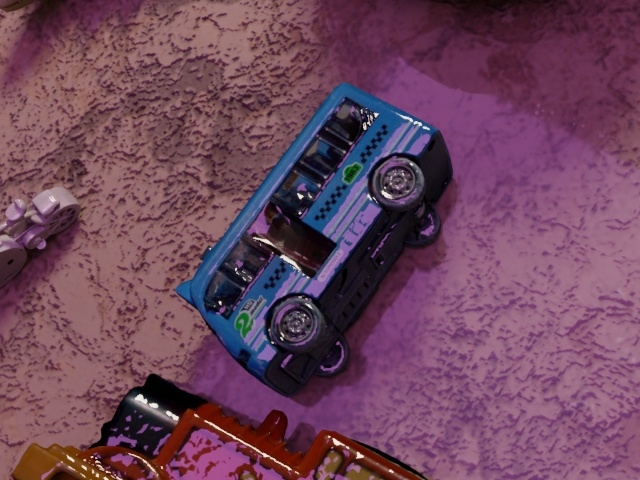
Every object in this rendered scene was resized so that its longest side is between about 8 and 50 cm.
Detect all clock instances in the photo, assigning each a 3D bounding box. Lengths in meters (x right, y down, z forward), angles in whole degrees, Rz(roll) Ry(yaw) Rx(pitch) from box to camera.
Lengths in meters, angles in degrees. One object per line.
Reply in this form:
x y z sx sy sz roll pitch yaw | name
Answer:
-0.275 -0.004 1.028 0.129 0.087 0.041 -39 72 -9 | clock

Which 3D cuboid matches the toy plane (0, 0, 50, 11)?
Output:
-0.227 -0.313 1.090 0.229 0.092 0.244 32 85 14 | toy plane

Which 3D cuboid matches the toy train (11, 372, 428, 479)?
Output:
-0.055 0.244 0.885 0.369 0.163 0.232 26 70 16 | toy train

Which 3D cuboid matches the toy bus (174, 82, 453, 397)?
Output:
0.000 0.000 0.955 0.134 0.113 0.246 34 83 21 | toy bus
